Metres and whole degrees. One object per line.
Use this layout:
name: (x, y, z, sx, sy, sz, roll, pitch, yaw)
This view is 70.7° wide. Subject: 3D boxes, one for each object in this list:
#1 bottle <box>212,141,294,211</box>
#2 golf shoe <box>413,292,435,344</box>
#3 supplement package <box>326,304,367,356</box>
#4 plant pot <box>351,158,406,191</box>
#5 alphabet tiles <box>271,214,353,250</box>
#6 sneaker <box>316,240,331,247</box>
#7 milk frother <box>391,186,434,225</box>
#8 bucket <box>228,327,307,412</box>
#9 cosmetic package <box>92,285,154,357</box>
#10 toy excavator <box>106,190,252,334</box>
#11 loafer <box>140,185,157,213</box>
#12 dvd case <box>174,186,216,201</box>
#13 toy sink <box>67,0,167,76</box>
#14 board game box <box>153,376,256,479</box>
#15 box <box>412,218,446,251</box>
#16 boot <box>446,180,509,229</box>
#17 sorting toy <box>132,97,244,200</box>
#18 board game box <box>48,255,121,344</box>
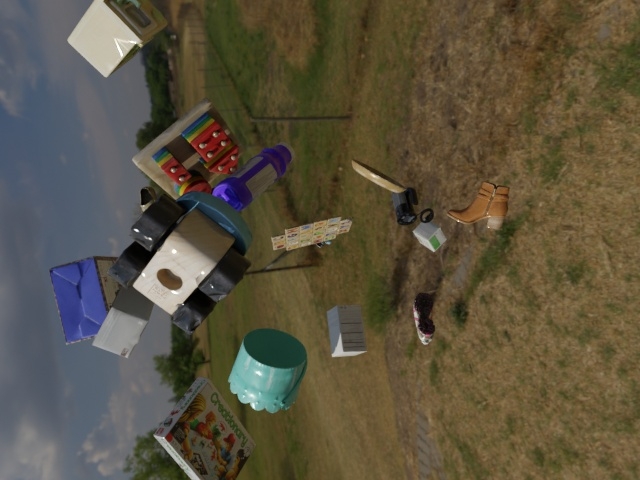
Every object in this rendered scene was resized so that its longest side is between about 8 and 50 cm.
bottle: (-0.174, -0.185, 1.261, 0.118, 0.283, 0.092, -16, 114, 44)
golf shoe: (0.349, 0.263, 1.535, 0.086, 0.068, 0.186, 86, -170, -46)
supplement package: (0.099, 0.346, 1.728, 0.105, 0.105, 0.179, 136, 132, -58)
plant pot: (0.217, -0.240, 1.714, 0.032, 0.236, 0.236, -62, 29, 15)
alphabet tiles: (-0.035, -0.027, 1.892, 0.285, 0.343, 0.011, 102, 153, -73)
sneaker: (0.000, 0.000, 2.179, 0.063, 0.162, 0.073, -2, 79, 32)
milk frother: (0.384, -0.139, 1.877, 0.129, 0.143, 0.134, -36, 43, 35)
bucket: (-0.186, 0.466, 1.662, 0.281, 0.281, 0.183, -127, 50, -58)
cosmetic package: (-0.516, 0.191, 1.220, 0.127, 0.107, 0.238, -59, 17, 10)
toy excavator: (-0.289, 0.006, 1.103, 0.433, 0.222, 0.445, -43, 12, 36)
loafer: (-0.508, -0.095, 1.344, 0.050, 0.056, 0.148, 40, -154, -79)
dvd case: (-0.398, -0.146, 1.519, 0.180, 0.253, 0.022, -9, 103, 67)
toy sink: (-0.498, -0.554, 1.151, 0.234, 0.131, 0.152, -28, 30, 33)
board game box: (-0.315, 0.566, 1.279, 0.053, 0.193, 0.305, -6, 122, 34)
box: (0.493, -0.024, 2.032, 0.102, 0.087, 0.101, 40, 175, 47)
boot: (0.550, -0.131, 1.570, 0.073, 0.197, 0.152, -40, -41, -65)
sorting toy: (-0.342, -0.223, 1.278, 0.089, 0.257, 0.255, 45, 174, 24)
board game box: (-0.693, 0.180, 1.442, 0.291, 0.141, 0.232, 97, 158, -86)
